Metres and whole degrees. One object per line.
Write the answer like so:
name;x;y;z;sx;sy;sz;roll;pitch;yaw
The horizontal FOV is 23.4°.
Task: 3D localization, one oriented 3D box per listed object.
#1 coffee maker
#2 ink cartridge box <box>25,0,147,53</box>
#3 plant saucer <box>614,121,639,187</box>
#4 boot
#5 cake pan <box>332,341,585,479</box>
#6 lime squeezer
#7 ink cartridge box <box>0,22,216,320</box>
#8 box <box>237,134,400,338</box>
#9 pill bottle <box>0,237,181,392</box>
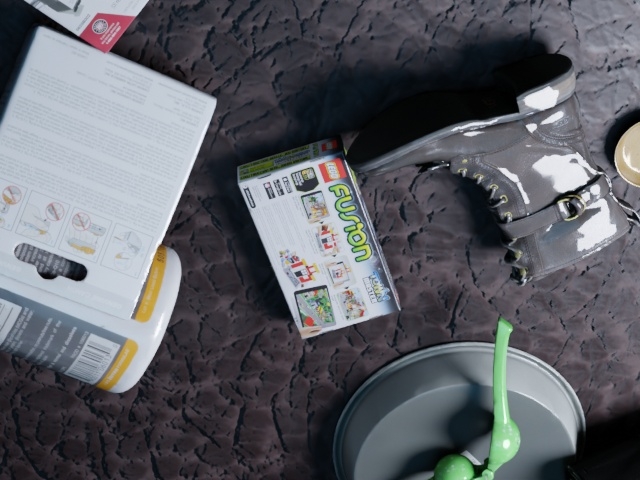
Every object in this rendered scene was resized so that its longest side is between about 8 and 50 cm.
coffee maker;0.367;0.256;1.724;0.178;0.120;0.171;-25;106;-12
ink cartridge box;-0.225;-0.252;1.420;0.135;0.056;0.099;32;115;-22
plant saucer;0.341;-0.093;1.581;0.083;0.015;0.083;-2;122;-3
boot;0.178;-0.048;1.555;0.263;0.091;0.229;-19;121;5
cake pan;0.161;0.248;1.759;0.293;0.054;0.293;-2;121;-3
lime squeezer;0.146;0.228;1.681;0.110;0.059;0.310;29;116;-20
ink cartridge box;-0.228;-0.066;1.477;0.189;0.066;0.232;22;92;-17
box;0.000;0.000;1.604;0.114;0.036;0.207;-17;121;6
pill bottle;-0.292;0.034;1.533;0.278;0.162;0.162;23;117;-16
